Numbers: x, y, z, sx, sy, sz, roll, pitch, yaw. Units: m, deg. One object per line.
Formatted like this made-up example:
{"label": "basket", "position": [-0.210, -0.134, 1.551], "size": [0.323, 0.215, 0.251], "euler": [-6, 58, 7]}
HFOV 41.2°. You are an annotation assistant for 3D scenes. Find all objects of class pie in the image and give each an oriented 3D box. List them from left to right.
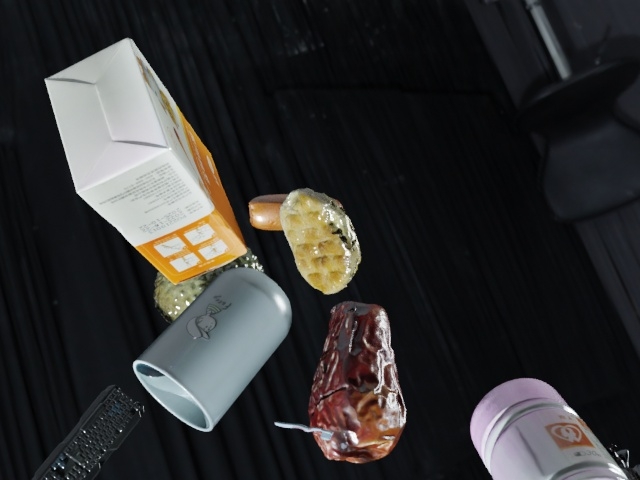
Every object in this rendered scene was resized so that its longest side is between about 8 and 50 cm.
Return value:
{"label": "pie", "position": [0.000, 0.000, 1.489], "size": [0.046, 0.195, 0.195], "euler": [-25, 171, -34]}

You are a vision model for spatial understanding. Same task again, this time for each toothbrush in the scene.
{"label": "toothbrush", "position": [-0.036, 0.361, 1.633], "size": [0.013, 0.019, 0.193], "euler": [31, 161, -30]}

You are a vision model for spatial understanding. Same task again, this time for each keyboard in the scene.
{"label": "keyboard", "position": [-0.480, 0.426, 1.770], "size": [0.262, 0.106, 0.016], "euler": [-53, 175, -26]}

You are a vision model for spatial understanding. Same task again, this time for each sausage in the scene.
{"label": "sausage", "position": [-0.046, -0.056, 1.697], "size": [0.197, 0.076, 0.076], "euler": [1, 160, -17]}

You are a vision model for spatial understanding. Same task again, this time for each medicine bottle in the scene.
{"label": "medicine bottle", "position": [0.417, 0.413, 1.548], "size": [0.202, 0.202, 0.316], "euler": [-20, -154, -2]}

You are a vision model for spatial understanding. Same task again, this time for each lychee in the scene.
{"label": "lychee", "position": [-0.262, 0.113, 2.026], "size": [0.274, 0.255, 0.255], "euler": [-43, 158, 24]}

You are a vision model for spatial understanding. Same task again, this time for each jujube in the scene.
{"label": "jujube", "position": [0.081, 0.298, 1.824], "size": [0.216, 0.342, 0.216], "euler": [-1, 159, 0]}

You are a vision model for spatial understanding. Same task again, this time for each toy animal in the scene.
{"label": "toy animal", "position": [0.581, 0.471, 1.609], "size": [0.218, 0.180, 0.116], "euler": [-34, 140, 13]}

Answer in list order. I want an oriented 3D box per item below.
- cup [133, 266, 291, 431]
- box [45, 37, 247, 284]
{"label": "cup", "position": [-0.211, 0.210, 1.758], "size": [0.312, 0.205, 0.205], "euler": [-50, -179, -29]}
{"label": "box", "position": [-0.254, -0.106, 1.305], "size": [0.143, 0.225, 0.341], "euler": [-26, 151, 4]}
